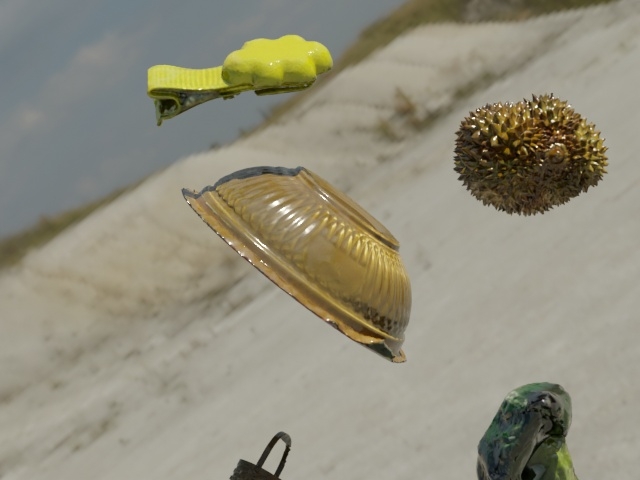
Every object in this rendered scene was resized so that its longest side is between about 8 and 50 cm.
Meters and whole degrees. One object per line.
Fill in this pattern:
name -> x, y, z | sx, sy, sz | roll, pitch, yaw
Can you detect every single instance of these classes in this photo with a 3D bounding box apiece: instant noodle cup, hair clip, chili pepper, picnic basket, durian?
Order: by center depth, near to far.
chili pepper -> 0.196, 0.263, 1.380 | 0.116, 0.265, 0.148 | -10, 5, 17
hair clip -> -0.075, -0.155, 1.382 | 0.173, 0.046, 0.072 | -12, 39, 2
instant noodle cup -> 0.000, 0.000, 1.416 | 0.091, 0.274, 0.274 | -53, 3, 6
picnic basket -> -0.052, 0.234, 1.510 | 0.083, 0.072, 0.072 | -62, 11, -16
durian -> 0.220, -0.092, 1.618 | 0.168, 0.158, 0.137 | -5, 65, 70
